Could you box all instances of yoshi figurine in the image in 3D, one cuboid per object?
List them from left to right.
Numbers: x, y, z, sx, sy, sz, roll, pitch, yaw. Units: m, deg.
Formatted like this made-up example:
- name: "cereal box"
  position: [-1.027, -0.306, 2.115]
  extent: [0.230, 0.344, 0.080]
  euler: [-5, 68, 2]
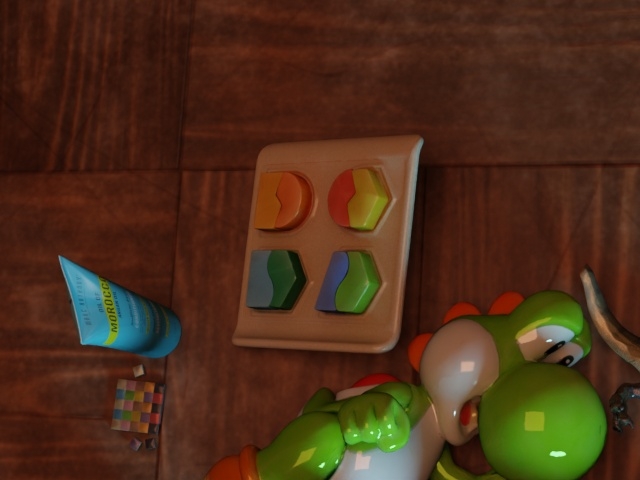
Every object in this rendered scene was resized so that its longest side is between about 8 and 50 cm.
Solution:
- name: "yoshi figurine"
  position: [0.095, 0.188, 1.291]
  extent: [0.362, 0.203, 0.203]
  euler: [-35, 87, 3]

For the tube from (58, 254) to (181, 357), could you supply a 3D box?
- name: "tube"
  position: [-0.189, 0.070, 1.377]
  extent: [0.052, 0.207, 0.080]
  euler: [-25, 74, 10]

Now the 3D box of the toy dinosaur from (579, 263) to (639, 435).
- name: "toy dinosaur"
  position: [0.308, 0.139, 1.284]
  extent: [0.268, 0.064, 0.118]
  euler: [35, 60, 13]

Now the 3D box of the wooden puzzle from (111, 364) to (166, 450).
- name: "wooden puzzle"
  position: [-0.177, 0.162, 1.458]
  extent: [0.049, 0.006, 0.083]
  euler: [5, 79, 17]

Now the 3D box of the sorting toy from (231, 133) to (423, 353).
- name: "sorting toy"
  position: [0.000, 0.000, 1.395]
  extent: [0.193, 0.038, 0.208]
  euler: [0, 75, 39]
